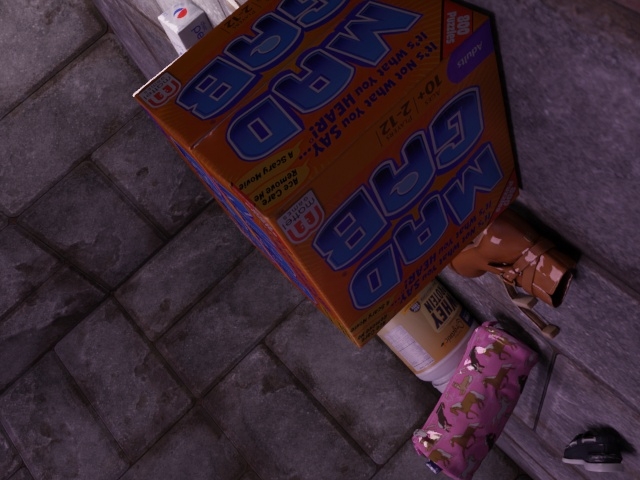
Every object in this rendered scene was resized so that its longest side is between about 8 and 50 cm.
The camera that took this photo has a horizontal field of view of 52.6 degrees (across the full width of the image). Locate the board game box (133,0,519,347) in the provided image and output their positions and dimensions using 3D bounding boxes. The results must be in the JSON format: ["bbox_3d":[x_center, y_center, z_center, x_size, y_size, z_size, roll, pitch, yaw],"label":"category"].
[{"bbox_3d":[0.024,-0.139,0.965,0.356,0.356,0.357,41,170,38],"label":"board game box"}]

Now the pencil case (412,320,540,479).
[{"bbox_3d":[0.379,0.391,1.589,0.167,0.386,0.160,31,179,-39],"label":"pencil case"}]

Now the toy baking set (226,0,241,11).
[{"bbox_3d":[-0.112,-0.462,1.224,0.197,0.030,0.256,56,162,-5],"label":"toy baking set"}]

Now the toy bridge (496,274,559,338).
[{"bbox_3d":[0.422,0.126,1.348,0.188,0.026,0.063,49,172,-14],"label":"toy bridge"}]

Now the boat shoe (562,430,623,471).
[{"bbox_3d":[0.704,0.540,1.676,0.114,0.091,0.302,2,166,1],"label":"boat shoe"}]

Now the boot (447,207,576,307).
[{"bbox_3d":[0.344,0.040,1.162,0.220,0.109,0.283,38,161,27],"label":"boot"}]

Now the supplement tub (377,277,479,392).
[{"bbox_3d":[0.297,0.243,1.803,0.316,0.228,0.228,46,171,1],"label":"supplement tub"}]

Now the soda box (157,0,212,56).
[{"bbox_3d":[-0.335,-0.526,1.788,0.091,0.098,0.286,43,170,23],"label":"soda box"}]
